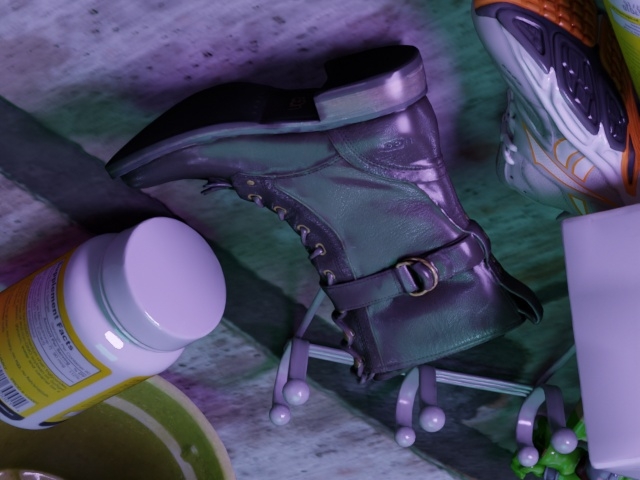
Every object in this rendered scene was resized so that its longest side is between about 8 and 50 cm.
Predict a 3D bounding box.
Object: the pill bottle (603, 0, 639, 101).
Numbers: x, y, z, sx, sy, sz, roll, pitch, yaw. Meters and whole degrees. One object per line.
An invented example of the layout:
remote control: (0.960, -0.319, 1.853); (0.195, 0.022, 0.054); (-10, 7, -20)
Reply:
pill bottle: (0.238, -0.127, 1.142); (0.117, 0.117, 0.215); (-8, 143, 20)

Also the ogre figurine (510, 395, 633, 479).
ogre figurine: (0.251, 0.184, 1.622); (0.118, 0.097, 0.197); (28, 130, -11)

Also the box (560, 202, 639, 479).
box: (0.337, 0.077, 1.293); (0.215, 0.168, 0.345); (-15, 160, 28)

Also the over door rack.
over door rack: (0.100, 0.080, 1.482); (0.239, 0.108, 0.324); (10, 146, -7)

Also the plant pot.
plant pot: (-0.241, 0.266, 1.708); (0.276, 0.276, 0.254); (17, 156, -16)

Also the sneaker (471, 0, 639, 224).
sneaker: (0.152, -0.075, 1.257); (0.121, 0.099, 0.262); (-12, 141, 32)

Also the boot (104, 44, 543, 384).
boot: (0.000, 0.000, 1.310); (0.263, 0.091, 0.229); (-12, 113, 22)

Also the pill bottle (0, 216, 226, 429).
pill bottle: (-0.177, 0.064, 1.494); (0.119, 0.119, 0.208); (31, 139, -32)
